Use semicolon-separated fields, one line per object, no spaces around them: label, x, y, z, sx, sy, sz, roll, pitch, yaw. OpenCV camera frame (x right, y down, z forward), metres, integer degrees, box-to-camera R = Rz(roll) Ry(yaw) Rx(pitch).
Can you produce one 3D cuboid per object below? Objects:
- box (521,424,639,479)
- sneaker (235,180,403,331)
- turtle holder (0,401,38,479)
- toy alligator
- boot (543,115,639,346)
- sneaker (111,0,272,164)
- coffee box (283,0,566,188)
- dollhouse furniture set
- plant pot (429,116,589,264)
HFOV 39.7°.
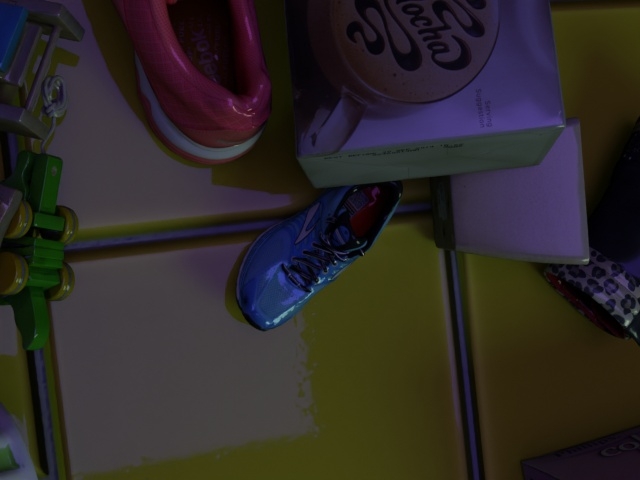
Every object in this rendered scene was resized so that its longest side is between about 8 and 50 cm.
box;0.306;0.283;0.734;0.214;0.117;0.243;-11;93;-17
sneaker;0.000;0.000;0.660;0.063;0.073;0.162;44;78;-13
turtle holder;-0.266;0.219;0.496;0.227;0.243;0.320;-19;87;-33
toy alligator;-0.205;-0.020;0.613;0.051;0.056;0.189;-2;82;26
boot;0.319;0.025;0.756;0.236;0.085;0.178;39;81;-7
sneaker;-0.102;-0.207;0.596;0.116;0.136;0.313;-27;98;-16
coffee box;0.058;-0.197;0.609;0.168;0.119;0.297;-5;83;5
dollhouse furniture set;-0.255;-0.088;0.536;0.129;0.129;0.183;14;78;12
plant pot;0.140;-0.034;0.694;0.096;0.109;0.109;-5;92;-4
